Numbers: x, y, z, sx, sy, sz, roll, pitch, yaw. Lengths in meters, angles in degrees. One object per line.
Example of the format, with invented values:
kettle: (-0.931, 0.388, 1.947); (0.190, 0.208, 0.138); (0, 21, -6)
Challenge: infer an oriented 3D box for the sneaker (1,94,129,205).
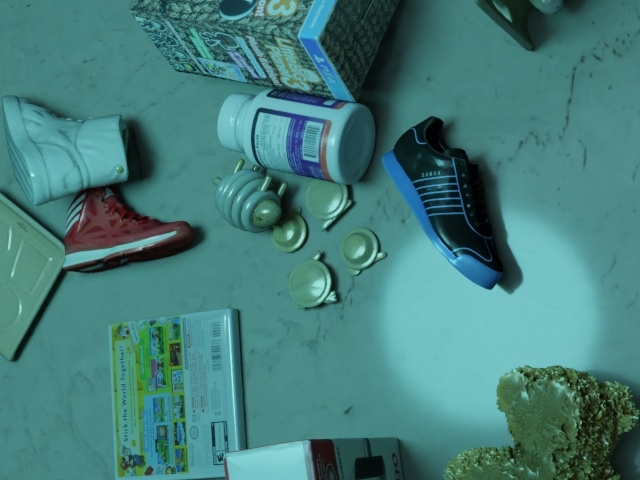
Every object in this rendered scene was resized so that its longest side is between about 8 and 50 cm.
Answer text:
sneaker: (-0.368, -0.143, 1.805); (0.292, 0.169, 0.108); (-130, 32, -52)

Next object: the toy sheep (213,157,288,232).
toy sheep: (-0.098, -0.058, 1.656); (0.132, 0.091, 0.091); (33, 99, 42)

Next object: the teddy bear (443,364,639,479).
teddy bear: (0.267, 0.308, 1.415); (0.245, 0.113, 0.338); (-12, 85, 33)

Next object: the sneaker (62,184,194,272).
sneaker: (-0.282, -0.033, 1.747); (0.221, 0.087, 0.128); (-12, 79, 24)

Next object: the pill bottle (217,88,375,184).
pill bottle: (-0.035, -0.141, 1.620); (0.193, 0.108, 0.108); (14, 89, 29)

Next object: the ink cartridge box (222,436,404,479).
ink cartridge box: (0.010, 0.335, 1.440); (0.114, 0.273, 0.197); (-14, 77, 22)

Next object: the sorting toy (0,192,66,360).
sorting toy: (-0.481, 0.049, 1.870); (0.193, 0.038, 0.208); (35, 104, 27)

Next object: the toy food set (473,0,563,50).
toy food set: (0.317, -0.352, 1.403); (0.306, 0.220, 0.092); (-42, 67, 16)

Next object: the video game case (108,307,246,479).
video game case: (-0.200, 0.217, 1.703); (0.206, 0.026, 0.227); (-9, 80, 26)

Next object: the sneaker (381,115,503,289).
sneaker: (0.167, -0.051, 1.517); (0.090, 0.081, 0.232); (-45, 64, 23)

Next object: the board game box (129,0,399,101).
board game box: (-0.058, -0.333, 1.602); (0.291, 0.141, 0.232); (13, 69, 28)

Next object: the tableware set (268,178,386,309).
tableware set: (0.000, 0.000, 1.632); (0.141, 0.020, 0.168); (-33, 68, 19)
